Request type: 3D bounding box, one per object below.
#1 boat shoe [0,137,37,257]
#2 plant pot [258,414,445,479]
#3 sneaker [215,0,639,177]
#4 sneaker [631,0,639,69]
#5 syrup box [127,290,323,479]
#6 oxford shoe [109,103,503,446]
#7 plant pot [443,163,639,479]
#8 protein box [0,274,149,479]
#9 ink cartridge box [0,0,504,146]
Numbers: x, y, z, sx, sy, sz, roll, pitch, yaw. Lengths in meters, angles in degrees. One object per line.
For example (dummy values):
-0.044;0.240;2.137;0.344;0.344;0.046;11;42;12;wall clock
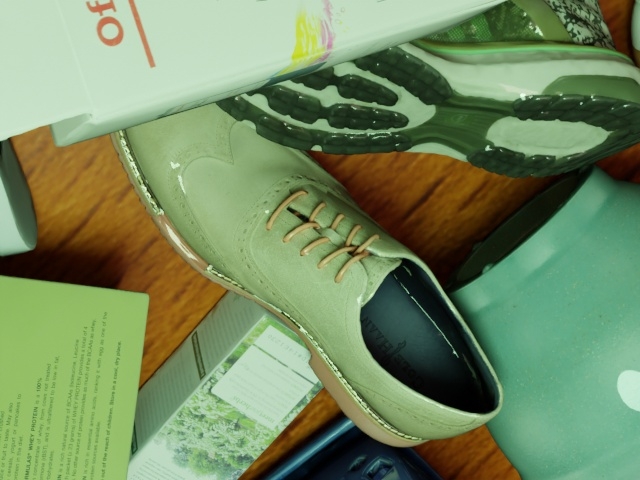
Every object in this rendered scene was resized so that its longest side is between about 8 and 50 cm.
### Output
-0.302;-0.107;0.898;0.105;0.113;0.306;-12;135;-2;boat shoe
0.044;0.312;1.152;0.236;0.212;0.236;-40;120;6;plant pot
0.067;-0.168;0.945;0.410;0.182;0.158;10;150;-26;sneaker
0.409;-0.181;1.062;0.290;0.106;0.123;-1;121;-2;sneaker
-0.098;0.150;1.095;0.093;0.096;0.237;36;104;-26;syrup box
0.000;0.000;0.963;0.397;0.146;0.140;44;66;-11;oxford shoe
0.231;0.059;1.054;0.293;0.293;0.196;-42;94;9;plant pot
-0.259;0.128;0.972;0.201;0.136;0.199;8;84;-19;protein box
-0.080;-0.184;0.708;0.354;0.119;0.207;-19;94;-22;ink cartridge box
